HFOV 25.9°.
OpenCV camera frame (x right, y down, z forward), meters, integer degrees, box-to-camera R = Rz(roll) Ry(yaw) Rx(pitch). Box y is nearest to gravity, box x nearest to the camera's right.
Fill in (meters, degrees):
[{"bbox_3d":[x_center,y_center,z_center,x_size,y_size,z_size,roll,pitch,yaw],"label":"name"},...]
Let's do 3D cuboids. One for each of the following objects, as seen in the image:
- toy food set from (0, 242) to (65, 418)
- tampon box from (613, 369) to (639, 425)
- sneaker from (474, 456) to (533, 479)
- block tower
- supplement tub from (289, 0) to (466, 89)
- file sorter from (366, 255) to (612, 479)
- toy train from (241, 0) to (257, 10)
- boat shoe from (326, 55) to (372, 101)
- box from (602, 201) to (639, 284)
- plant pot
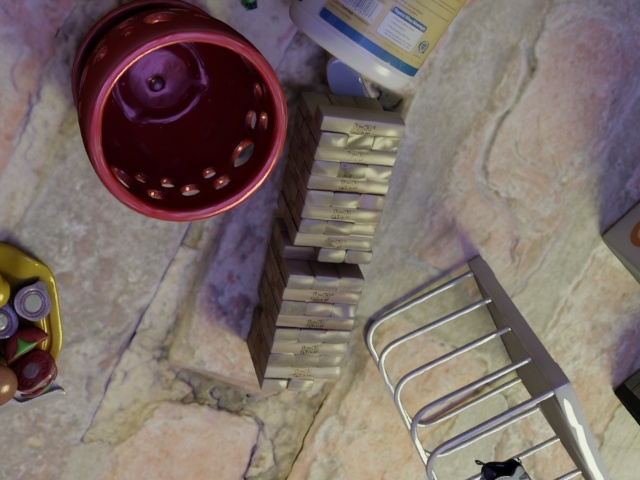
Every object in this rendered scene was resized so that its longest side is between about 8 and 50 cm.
[{"bbox_3d":[-0.331,0.113,1.459,0.128,0.071,0.218,-10,118,-13],"label":"toy food set"},{"bbox_3d":[0.464,0.231,1.722,0.101,0.161,0.120,-39,121,3],"label":"tampon box"},{"bbox_3d":[0.164,0.250,1.400,0.098,0.038,0.069,-30,118,-6],"label":"sneaker"},{"bbox_3d":[0.000,0.000,1.480,0.091,0.097,0.335,3,122,-19],"label":"block tower"},{"bbox_3d":[0.077,-0.265,1.366,0.144,0.144,0.200,29,104,-27],"label":"supplement tub"},{"bbox_3d":[0.180,0.188,1.548,0.173,0.278,0.193,-26,120,0],"label":"file sorter"},{"bbox_3d":[-0.077,-0.267,1.385,0.017,0.024,0.083,-20,119,-8],"label":"toy train"},{"bbox_3d":[0.033,-0.161,1.465,0.035,0.035,0.100,-32,128,9],"label":"boat shoe"},{"bbox_3d":[0.508,0.046,1.540,0.215,0.345,0.168,-42,120,5],"label":"box"},{"bbox_3d":[-0.142,-0.136,1.341,0.191,0.174,0.191,-7,116,-14],"label":"plant pot"}]
